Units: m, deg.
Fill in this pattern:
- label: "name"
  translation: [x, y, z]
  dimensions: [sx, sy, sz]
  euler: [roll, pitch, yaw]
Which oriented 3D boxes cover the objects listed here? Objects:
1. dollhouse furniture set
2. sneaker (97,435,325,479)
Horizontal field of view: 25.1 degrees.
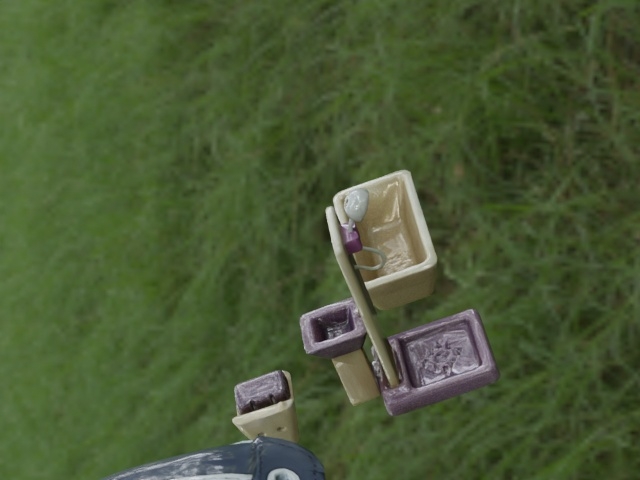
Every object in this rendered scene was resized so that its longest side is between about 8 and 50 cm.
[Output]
- label: "dollhouse furniture set"
  translation: [0.000, 0.000, 0.514]
  dimensions: [0.114, 0.091, 0.081]
  euler: [-101, -10, -54]
- label: "sneaker"
  translation: [0.014, 0.137, 0.326]
  dimensions: [0.153, 0.282, 0.099]
  euler: [-45, -40, -50]
